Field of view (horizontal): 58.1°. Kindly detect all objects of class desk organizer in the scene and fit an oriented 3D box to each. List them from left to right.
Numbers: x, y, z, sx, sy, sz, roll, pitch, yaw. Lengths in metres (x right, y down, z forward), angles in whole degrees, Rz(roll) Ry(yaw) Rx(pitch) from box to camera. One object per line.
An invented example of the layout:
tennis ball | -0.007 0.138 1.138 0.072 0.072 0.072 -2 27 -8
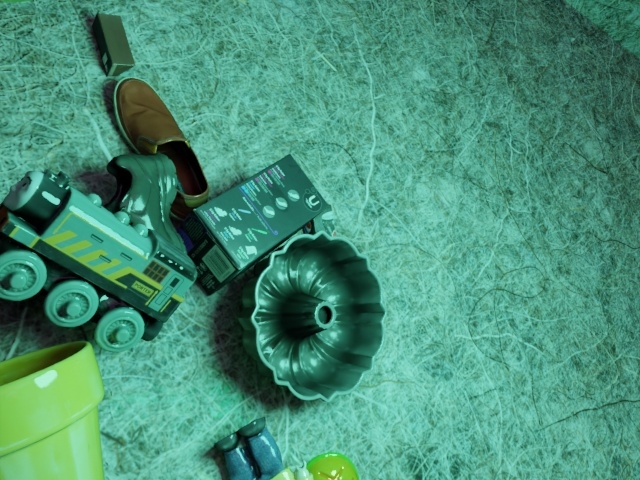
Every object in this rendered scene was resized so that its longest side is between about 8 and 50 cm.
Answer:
desk organizer | -0.441 -0.416 1.229 0.050 0.047 0.130 -10 74 -39

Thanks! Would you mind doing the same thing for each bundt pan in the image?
bundt pan | -0.027 0.150 1.158 0.331 0.124 0.330 6 81 -37

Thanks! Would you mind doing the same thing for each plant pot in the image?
plant pot | -0.413 0.295 0.802 0.254 0.254 0.238 -21 97 -38

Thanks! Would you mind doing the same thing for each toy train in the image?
toy train | -0.355 0.034 0.893 0.190 0.142 0.334 -51 126 -2

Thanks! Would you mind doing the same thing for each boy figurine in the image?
boy figurine | -0.087 0.463 1.002 0.177 0.092 0.285 -26 76 -4

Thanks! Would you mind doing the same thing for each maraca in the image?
maraca | 0.017 0.489 1.078 0.127 0.099 0.185 -5 92 -16

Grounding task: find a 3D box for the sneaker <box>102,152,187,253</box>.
sneaker | -0.328 -0.023 1.050 0.130 0.109 0.286 0 75 -53

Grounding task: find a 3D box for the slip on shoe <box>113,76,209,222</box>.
slip on shoe | -0.317 -0.197 1.174 0.123 0.101 0.331 -21 80 -36

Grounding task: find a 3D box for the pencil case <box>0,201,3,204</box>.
pencil case | -0.494 0.001 0.956 0.273 0.113 0.124 10 90 -30

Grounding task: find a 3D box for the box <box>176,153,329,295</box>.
box | -0.142 -0.035 1.170 0.270 0.165 0.143 -38 91 -39

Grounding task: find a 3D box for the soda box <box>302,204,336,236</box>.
soda box | 0.000 0.000 1.321 0.060 0.053 0.168 5 66 -32
